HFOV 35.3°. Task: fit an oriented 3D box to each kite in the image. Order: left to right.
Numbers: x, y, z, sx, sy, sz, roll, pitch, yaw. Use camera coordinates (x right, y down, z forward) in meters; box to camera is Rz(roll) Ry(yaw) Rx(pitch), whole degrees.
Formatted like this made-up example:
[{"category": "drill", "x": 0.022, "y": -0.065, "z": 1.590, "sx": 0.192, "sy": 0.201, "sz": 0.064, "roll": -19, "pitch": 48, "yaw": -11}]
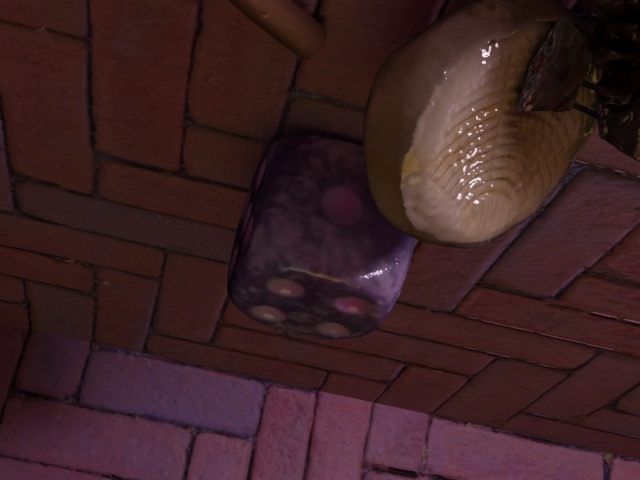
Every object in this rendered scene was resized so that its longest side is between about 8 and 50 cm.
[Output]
[{"category": "kite", "x": 0.339, "y": -0.201, "z": 1.315, "sx": 0.229, "sy": 0.016, "sz": 0.127, "roll": 16, "pitch": 110, "yaw": -43}]

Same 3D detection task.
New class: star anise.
[{"category": "star anise", "x": 0.388, "y": -0.233, "z": 1.259, "sx": 0.099, "sy": 0.220, "sz": 0.214, "roll": 7, "pitch": 145, "yaw": 30}]

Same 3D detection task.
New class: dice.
[{"category": "dice", "x": 0.000, "y": 0.000, "z": 1.729, "sx": 0.270, "sy": 0.270, "sz": 0.271, "roll": 16, "pitch": 152, "yaw": -11}]

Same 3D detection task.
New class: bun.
[{"category": "bun", "x": 0.198, "y": -0.173, "z": 1.369, "sx": 0.202, "sy": 0.364, "sz": 0.364, "roll": 40, "pitch": 174, "yaw": 39}]

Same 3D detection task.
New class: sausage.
[{"category": "sausage", "x": -0.104, "y": -0.346, "z": 1.347, "sx": 0.066, "sy": 0.065, "sz": 0.301, "roll": -14, "pitch": 142, "yaw": 37}]
